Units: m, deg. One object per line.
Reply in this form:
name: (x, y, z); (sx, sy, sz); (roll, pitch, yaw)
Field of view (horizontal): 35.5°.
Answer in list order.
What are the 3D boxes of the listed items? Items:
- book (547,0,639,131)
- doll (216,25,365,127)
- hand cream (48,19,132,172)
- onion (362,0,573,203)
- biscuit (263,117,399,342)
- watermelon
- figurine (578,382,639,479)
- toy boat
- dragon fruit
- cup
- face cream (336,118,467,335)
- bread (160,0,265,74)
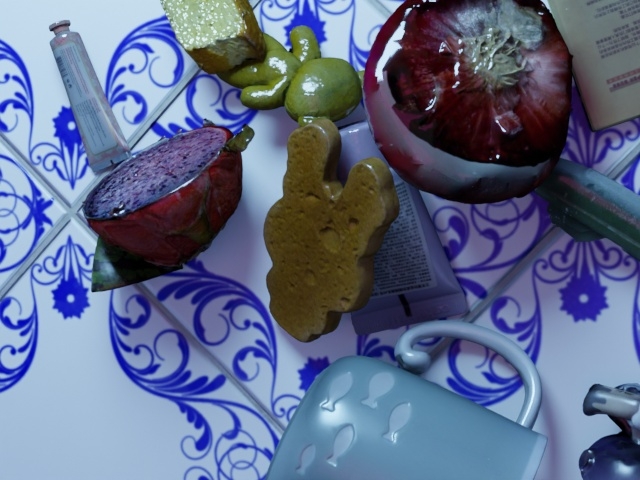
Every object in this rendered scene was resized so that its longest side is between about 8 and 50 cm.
book: (0.374, -0.266, 1.223); (0.161, 0.026, 0.230); (-19, 87, 14)
doll: (-0.039, -0.208, 1.307); (0.209, 0.097, 0.137); (31, 69, 27)
hand cream: (-0.325, -0.204, 1.392); (0.067, 0.043, 0.209); (-19, 93, 16)
onion: (0.171, -0.169, 1.205); (0.272, 0.195, 0.272); (1, 85, -13)
biscuit: (0.003, -0.001, 1.254); (0.186, 0.044, 0.295); (44, 132, 28)
watermelon: (-0.271, 0.036, 1.363); (0.125, 0.135, 0.094); (40, 137, 6)
figurine: (0.388, 0.286, 1.185); (0.145, 0.145, 0.222); (2, 91, 14)
toy boat: (0.377, -0.007, 1.208); (0.260, 0.078, 0.085); (32, 123, 12)
dragon fruit: (-0.179, -0.039, 1.302); (0.224, 0.218, 0.148); (-40, 117, -24)
cup: (0.115, 0.248, 1.211); (0.275, 0.259, 0.356); (25, 66, 12)
face cream: (0.082, -0.018, 1.279); (0.154, 0.096, 0.273); (-14, 102, 11)
bread: (-0.144, -0.297, 1.304); (0.103, 0.065, 0.187); (-30, 66, 13)
